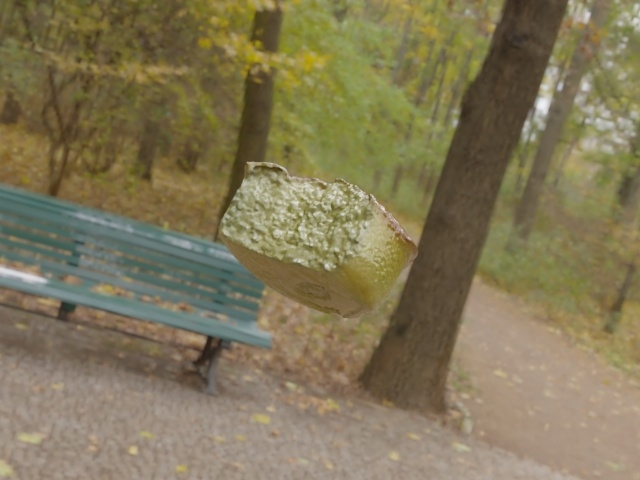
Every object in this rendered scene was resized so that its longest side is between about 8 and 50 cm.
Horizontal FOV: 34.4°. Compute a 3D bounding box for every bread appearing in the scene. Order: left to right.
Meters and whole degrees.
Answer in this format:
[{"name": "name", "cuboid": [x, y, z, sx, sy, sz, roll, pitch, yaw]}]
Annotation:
[{"name": "bread", "cuboid": [0.001, 0.005, 0.839, 0.156, 0.086, 0.125, 17, -27, 29]}]
